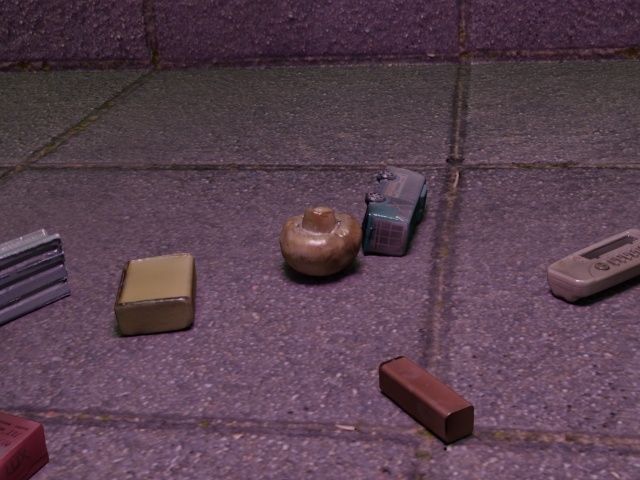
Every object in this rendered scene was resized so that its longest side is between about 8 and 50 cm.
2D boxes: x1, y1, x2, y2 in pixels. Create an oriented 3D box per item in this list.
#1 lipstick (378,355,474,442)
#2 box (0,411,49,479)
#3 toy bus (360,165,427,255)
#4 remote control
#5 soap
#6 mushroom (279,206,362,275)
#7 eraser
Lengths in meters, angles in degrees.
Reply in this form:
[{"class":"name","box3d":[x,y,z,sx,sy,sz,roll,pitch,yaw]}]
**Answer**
[{"class":"lipstick","box3d":[0.130,0.196,1.147,0.045,0.045,0.145,-14,25,-28]},{"class":"box","box3d":[-0.414,0.252,1.083,0.156,0.060,0.111,7,27,24]},{"class":"toy bus","box3d":[0.132,-0.058,1.689,0.109,0.091,0.261,12,27,9]},{"class":"remote control","box3d":[0.460,0.039,1.454,0.230,0.049,0.090,-19,27,-30]},{"class":"soap","box3d":[-0.502,0.066,1.454,0.063,0.114,0.198,15,29,38]},{"class":"mushroom","box3d":[0.000,0.000,1.536,0.148,0.112,0.148,2,16,-1]},{"class":"eraser","box3d":[-0.257,0.083,1.447,0.117,0.058,0.172,-6,24,-4]}]
